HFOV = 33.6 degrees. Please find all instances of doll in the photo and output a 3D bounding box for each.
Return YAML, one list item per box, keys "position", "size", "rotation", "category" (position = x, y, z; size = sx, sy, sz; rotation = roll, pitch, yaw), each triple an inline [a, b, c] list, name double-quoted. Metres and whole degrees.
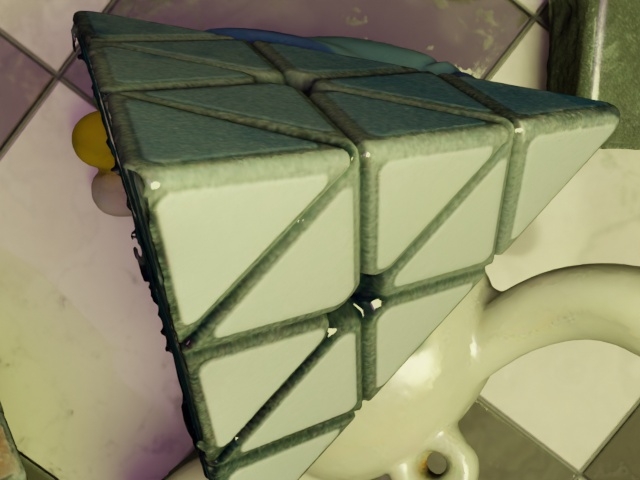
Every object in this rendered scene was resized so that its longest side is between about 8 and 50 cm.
- position: [-0.001, -0.003, 0.664]
  size: [0.376, 0.187, 0.366]
  rotation: [-22, 73, -2]
  category: "doll"

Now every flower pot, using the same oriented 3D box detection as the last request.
- position: [0.271, -0.112, 0.741]
  size: [0.229, 0.103, 0.108]
  rotation: [5, 98, -4]
  category: "flower pot"

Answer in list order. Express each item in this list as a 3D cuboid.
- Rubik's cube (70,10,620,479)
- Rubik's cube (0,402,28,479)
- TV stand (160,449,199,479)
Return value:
- position: [-0.024, -0.012, 0.524]
  size: [0.229, 0.233, 0.228]
  rotation: [38, 52, -26]
  category: "Rubik's cube"
- position: [-0.333, 0.177, 0.676]
  size: [0.319, 0.319, 0.264]
  rotation: [4, 70, -2]
  category: "Rubik's cube"
- position: [-0.089, 0.213, 0.783]
  size: [0.269, 0.083, 0.088]
  rotation: [-42, 96, 3]
  category: "TV stand"
